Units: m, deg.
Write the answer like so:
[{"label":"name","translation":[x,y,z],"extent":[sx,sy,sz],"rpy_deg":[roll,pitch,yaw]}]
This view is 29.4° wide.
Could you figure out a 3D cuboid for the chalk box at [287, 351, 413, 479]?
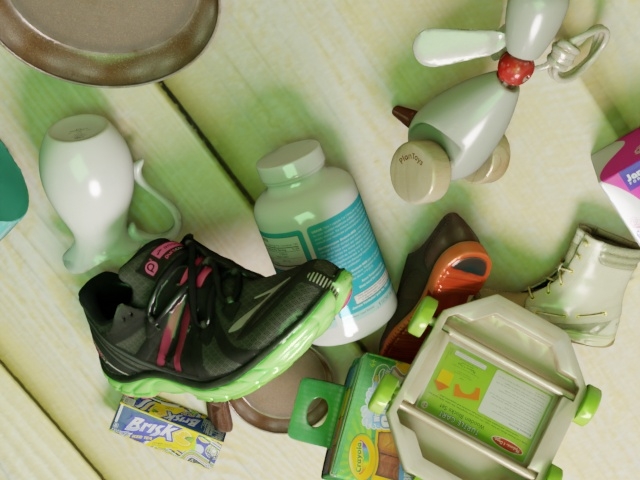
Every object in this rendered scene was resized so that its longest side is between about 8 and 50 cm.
[{"label":"chalk box","translation":[0.103,0.269,1.714],"extent":[0.289,0.179,0.180],"rpy_deg":[15,77,-2]}]

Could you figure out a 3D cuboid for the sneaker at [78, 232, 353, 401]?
[{"label":"sneaker","translation":[-0.165,0.093,1.614],"extent":[0.483,0.185,0.202],"rpy_deg":[-13,114,41]}]

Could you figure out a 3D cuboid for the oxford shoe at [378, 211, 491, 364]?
[{"label":"oxford shoe","translation":[0.152,0.076,1.719],"extent":[0.097,0.098,0.271],"rpy_deg":[8,134,-28]}]

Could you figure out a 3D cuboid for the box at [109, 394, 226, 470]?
[{"label":"box","translation":[-0.230,0.285,1.857],"extent":[0.169,0.054,0.059],"rpy_deg":[22,114,-3]}]

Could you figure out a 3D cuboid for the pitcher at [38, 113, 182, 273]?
[{"label":"pitcher","translation":[-0.289,-0.070,1.685],"extent":[0.178,0.125,0.207],"rpy_deg":[-13,124,-11]}]

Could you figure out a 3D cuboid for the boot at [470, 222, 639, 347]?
[{"label":"boot","translation":[0.326,0.052,1.686],"extent":[0.213,0.077,0.165],"rpy_deg":[12,115,-5]}]

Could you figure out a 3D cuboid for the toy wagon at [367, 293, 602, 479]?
[{"label":"toy wagon","translation":[0.197,0.244,1.602],"extent":[0.267,0.068,0.344],"rpy_deg":[29,77,2]}]

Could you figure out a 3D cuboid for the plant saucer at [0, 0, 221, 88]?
[{"label":"plant saucer","translation":[-0.280,-0.316,1.544],"extent":[0.311,0.050,0.310],"rpy_deg":[-1,142,-1]}]

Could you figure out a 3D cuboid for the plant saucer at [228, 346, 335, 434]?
[{"label":"plant saucer","translation":[-0.060,0.211,1.821],"extent":[0.168,0.029,0.168],"rpy_deg":[2,115,5]}]

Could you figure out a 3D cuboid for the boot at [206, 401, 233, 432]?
[{"label":"boot","translation":[-0.172,0.229,1.836],"extent":[0.037,0.106,0.114],"rpy_deg":[-33,143,-21]}]

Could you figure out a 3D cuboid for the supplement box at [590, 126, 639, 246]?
[{"label":"supplement box","translation":[0.464,-0.038,1.614],"extent":[0.111,0.114,0.220],"rpy_deg":[-32,105,19]}]

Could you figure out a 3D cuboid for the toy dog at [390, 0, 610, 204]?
[{"label":"toy dog","translation":[0.188,-0.204,1.551],"extent":[0.161,0.220,0.333],"rpy_deg":[47,110,27]}]

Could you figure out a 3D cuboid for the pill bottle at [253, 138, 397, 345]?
[{"label":"pill bottle","translation":[0.000,0.000,1.659],"extent":[0.146,0.146,0.264],"rpy_deg":[-15,111,12]}]

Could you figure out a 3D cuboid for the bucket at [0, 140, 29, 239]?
[{"label":"bucket","translation":[-0.541,-0.066,1.629],"extent":[0.183,0.281,0.281],"rpy_deg":[-38,105,16]}]
